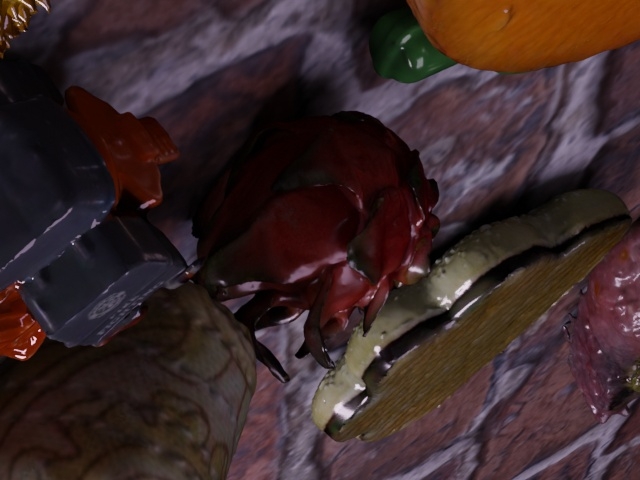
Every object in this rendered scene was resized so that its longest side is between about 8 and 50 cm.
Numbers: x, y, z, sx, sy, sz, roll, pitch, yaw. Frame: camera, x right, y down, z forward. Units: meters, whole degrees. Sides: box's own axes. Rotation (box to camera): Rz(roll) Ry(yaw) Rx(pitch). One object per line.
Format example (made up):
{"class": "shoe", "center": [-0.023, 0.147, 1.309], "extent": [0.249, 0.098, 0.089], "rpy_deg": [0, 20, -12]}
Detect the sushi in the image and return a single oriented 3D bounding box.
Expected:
{"class": "sushi", "center": [0.276, 0.057, 1.612], "extent": [0.241, 0.107, 0.161], "rpy_deg": [-43, 153, 23]}

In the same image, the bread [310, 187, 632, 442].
{"class": "bread", "center": [0.093, 0.058, 1.410], "extent": [0.286, 0.056, 0.207], "rpy_deg": [-45, 159, 26]}

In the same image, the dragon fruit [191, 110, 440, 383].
{"class": "dragon fruit", "center": [-0.004, -0.006, 1.051], "extent": [0.142, 0.121, 0.130], "rpy_deg": [-42, 180, -15]}

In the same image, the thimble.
{"class": "thimble", "center": [-0.132, 0.102, 1.006], "extent": [0.190, 0.143, 0.137], "rpy_deg": [-8, 138, 32]}

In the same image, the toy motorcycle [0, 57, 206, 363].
{"class": "toy motorcycle", "center": [-0.210, 0.050, 0.859], "extent": [0.326, 0.148, 0.221], "rpy_deg": [-40, 169, 10]}

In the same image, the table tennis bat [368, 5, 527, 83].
{"class": "table tennis bat", "center": [0.126, -0.138, 1.078], "extent": [0.257, 0.039, 0.160], "rpy_deg": [-24, 158, -37]}

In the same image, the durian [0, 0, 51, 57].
{"class": "durian", "center": [-0.150, -0.107, 0.619], "extent": [0.158, 0.137, 0.168], "rpy_deg": [-16, 152, 11]}

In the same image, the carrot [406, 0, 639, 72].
{"class": "carrot", "center": [0.162, -0.200, 0.874], "extent": [0.307, 0.100, 0.258], "rpy_deg": [-37, 157, 18]}
